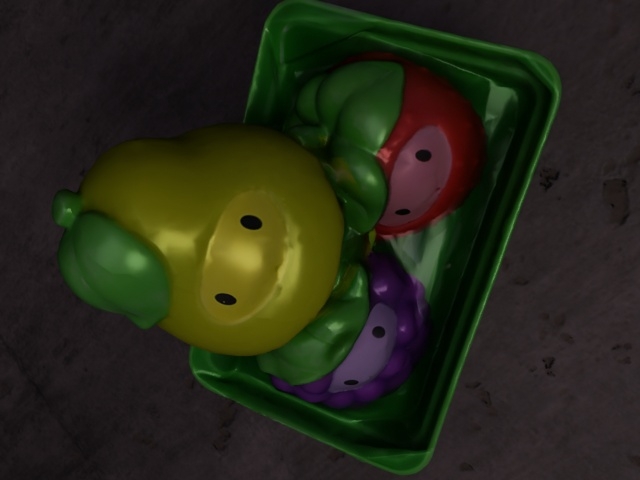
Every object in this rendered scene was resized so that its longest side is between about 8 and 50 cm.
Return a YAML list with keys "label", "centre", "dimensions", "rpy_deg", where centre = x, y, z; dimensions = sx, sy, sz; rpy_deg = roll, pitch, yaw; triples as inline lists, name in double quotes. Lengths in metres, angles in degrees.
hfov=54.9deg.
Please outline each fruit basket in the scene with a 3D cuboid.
- label: "fruit basket"
  centre: [0.000, 0.000, 0.502]
  dimensions: [0.282, 0.392, 0.393]
  rpy_deg: [19, 105, 16]
